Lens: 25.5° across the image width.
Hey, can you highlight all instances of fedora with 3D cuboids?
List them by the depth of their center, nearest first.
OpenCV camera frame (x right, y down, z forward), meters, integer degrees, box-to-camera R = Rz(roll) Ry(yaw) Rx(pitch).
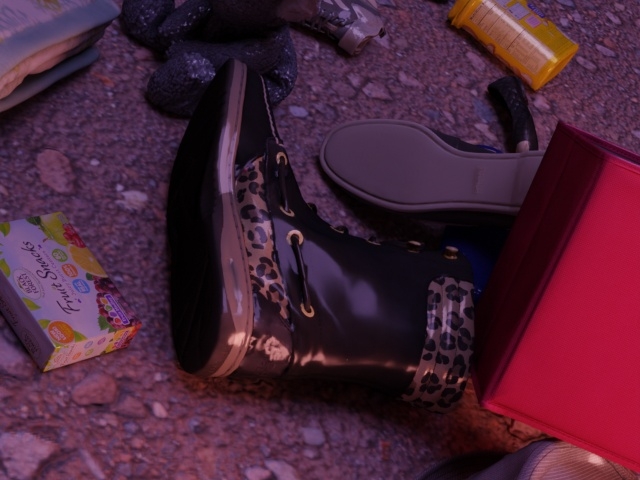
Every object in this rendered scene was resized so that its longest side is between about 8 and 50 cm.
[{"bbox_3d":[0.210,0.267,1.284,0.275,0.124,0.243,-1,48,-40],"label":"fedora"}]

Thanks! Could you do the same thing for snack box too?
[{"bbox_3d":[-0.239,0.043,1.257,0.100,0.037,0.141,-16,59,-46],"label":"snack box"}]

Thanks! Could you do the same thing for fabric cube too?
[{"bbox_3d":[0.307,0.060,1.369,0.254,0.258,0.259,24,10,-4],"label":"fabric cube"}]

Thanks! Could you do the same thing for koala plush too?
[{"bbox_3d":[-0.081,-0.268,1.591,0.203,0.221,0.196,6,44,-35],"label":"koala plush"}]

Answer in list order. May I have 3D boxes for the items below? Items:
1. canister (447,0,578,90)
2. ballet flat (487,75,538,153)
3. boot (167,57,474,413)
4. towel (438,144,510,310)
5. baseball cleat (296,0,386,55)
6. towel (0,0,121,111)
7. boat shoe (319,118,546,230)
[{"bbox_3d":[0.283,-0.305,2.061,0.170,0.073,0.126,42,36,8],"label":"canister"},{"bbox_3d":[0.263,-0.158,1.906,0.173,0.049,0.057,-95,166,-47],"label":"ballet flat"},{"bbox_3d":[0.000,0.000,1.414,0.284,0.138,0.377,17,43,-22],"label":"boot"},{"bbox_3d":[0.246,0.027,1.648,0.228,0.076,0.308,25,36,-2],"label":"towel"},{"bbox_3d":[0.004,-0.294,1.824,0.206,0.072,0.109,-4,57,-37],"label":"baseball cleat"},{"bbox_3d":[-0.384,-0.270,1.395,0.320,0.090,0.374,38,19,-2],"label":"towel"},{"bbox_3d":[0.161,-0.059,1.591,0.335,0.095,0.112,11,72,24],"label":"boat shoe"}]
